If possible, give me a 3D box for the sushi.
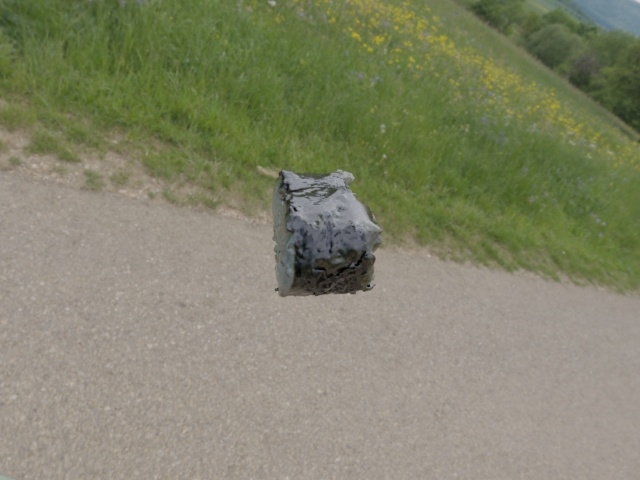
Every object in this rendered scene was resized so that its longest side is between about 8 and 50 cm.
[{"bbox_3d":[0.000,0.000,0.564,0.115,0.147,0.212,4,19,-11],"label":"sushi"}]

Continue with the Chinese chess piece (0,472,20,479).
[{"bbox_3d":[-0.227,0.237,0.269,0.238,0.237,0.092,26,21,-10],"label":"Chinese chess piece"}]
